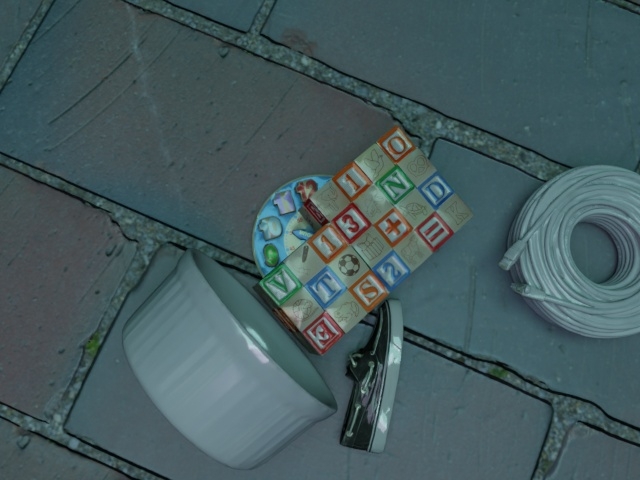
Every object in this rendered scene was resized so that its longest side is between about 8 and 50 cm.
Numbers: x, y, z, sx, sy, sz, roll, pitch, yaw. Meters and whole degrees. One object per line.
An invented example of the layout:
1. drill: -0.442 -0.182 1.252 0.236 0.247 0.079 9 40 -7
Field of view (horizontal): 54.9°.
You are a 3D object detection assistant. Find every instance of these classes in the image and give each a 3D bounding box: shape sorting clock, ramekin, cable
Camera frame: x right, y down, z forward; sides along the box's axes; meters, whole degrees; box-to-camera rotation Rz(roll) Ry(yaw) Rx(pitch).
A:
1. shape sorting clock: 0.000 0.000 0.930 0.206 0.040 0.206 0 78 -1
2. ramekin: -0.118 0.154 0.783 0.135 0.277 0.277 -42 82 -1
3. cable: 0.411 0.018 0.914 0.257 0.089 0.257 31 79 4

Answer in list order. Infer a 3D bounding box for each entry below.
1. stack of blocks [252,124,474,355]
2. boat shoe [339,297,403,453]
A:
1. stack of blocks: 0.046 -0.001 0.871 0.297 0.087 0.171 -41 91 -14
2. boat shoe: 0.072 0.187 0.875 0.070 0.078 0.219 10 80 -1
